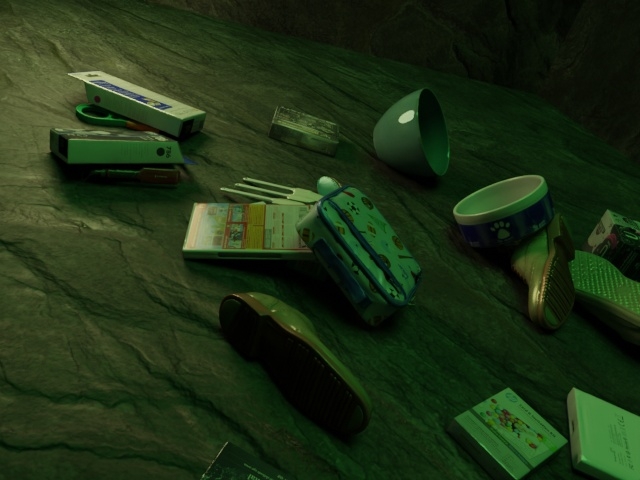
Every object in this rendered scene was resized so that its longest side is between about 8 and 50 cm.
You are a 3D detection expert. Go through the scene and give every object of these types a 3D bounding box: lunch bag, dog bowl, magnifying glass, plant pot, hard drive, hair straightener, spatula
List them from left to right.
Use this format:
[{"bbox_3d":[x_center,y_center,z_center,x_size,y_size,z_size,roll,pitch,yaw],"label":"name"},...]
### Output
[{"bbox_3d":[-0.571,-0.338,1.717,0.230,0.026,0.092,12,30,-10],"label":"magnifying glass"},{"bbox_3d":[-0.466,-0.163,1.484,0.230,0.047,0.089,-7,22,-30],"label":"hair straightener"},{"bbox_3d":[-0.123,-0.122,1.587,0.241,0.019,0.168,13,23,18],"label":"spatula"},{"bbox_3d":[0.093,0.031,1.322,0.303,0.115,0.243,51,27,3],"label":"lunch bag"},{"bbox_3d":[0.292,-0.346,2.043,0.195,0.291,0.290,-8,17,30],"label":"plant pot"},{"bbox_3d":[0.520,-0.084,1.725,0.264,0.104,0.265,-24,13,6],"label":"dog bowl"},{"bbox_3d":[0.638,0.426,1.170,0.318,0.040,0.210,24,30,7],"label":"hard drive"}]

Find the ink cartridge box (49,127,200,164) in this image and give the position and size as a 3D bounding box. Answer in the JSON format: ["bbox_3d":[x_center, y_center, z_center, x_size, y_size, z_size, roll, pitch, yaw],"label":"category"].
[{"bbox_3d":[-0.481,-0.233,1.515,0.332,0.065,0.165,-4,19,-38],"label":"ink cartridge box"}]

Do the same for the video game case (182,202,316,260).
[{"bbox_3d":[-0.154,-0.024,1.371,0.284,0.025,0.204,1,34,-4],"label":"video game case"}]

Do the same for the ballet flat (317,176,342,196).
[{"bbox_3d":[0.060,-0.104,1.685,0.067,0.073,0.206,29,18,-47],"label":"ballet flat"}]

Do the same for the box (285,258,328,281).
[{"bbox_3d":[0.000,0.000,1.464,0.100,0.060,0.244,21,30,4],"label":"box"}]

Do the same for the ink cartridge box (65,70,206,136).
[{"bbox_3d":[-0.536,-0.404,1.778,0.370,0.069,0.176,24,21,4],"label":"ink cartridge box"}]

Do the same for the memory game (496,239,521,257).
[{"bbox_3d":[0.598,0.009,1.815,0.186,0.012,0.186,2,30,-1],"label":"memory game"}]

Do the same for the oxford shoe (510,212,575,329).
[{"bbox_3d":[0.585,0.091,1.620,0.141,0.146,0.397,54,40,-21],"label":"oxford shoe"}]

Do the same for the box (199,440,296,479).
[{"bbox_3d":[-0.098,0.369,0.767,0.155,0.093,0.158,26,31,10],"label":"box"}]

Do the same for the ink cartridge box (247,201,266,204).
[{"bbox_3d":[-0.164,-0.031,1.436,0.179,0.045,0.145,-11,41,-46],"label":"ink cartridge box"}]

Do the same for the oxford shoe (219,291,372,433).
[{"bbox_3d":[-0.024,0.194,1.075,0.348,0.123,0.130,39,29,28],"label":"oxford shoe"}]

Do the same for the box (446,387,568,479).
[{"bbox_3d":[0.343,0.357,1.109,0.186,0.038,0.145,-9,41,-42],"label":"box"}]

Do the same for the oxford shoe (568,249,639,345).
[{"bbox_3d":[0.764,0.154,1.626,0.169,0.130,0.449,-28,32,-14],"label":"oxford shoe"}]

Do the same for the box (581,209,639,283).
[{"bbox_3d":[0.914,0.039,1.850,0.142,0.164,0.247,22,29,1],"label":"box"}]

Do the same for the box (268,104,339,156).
[{"bbox_3d":[-0.051,-0.372,2.051,0.230,0.056,0.183,16,31,-7],"label":"box"}]
